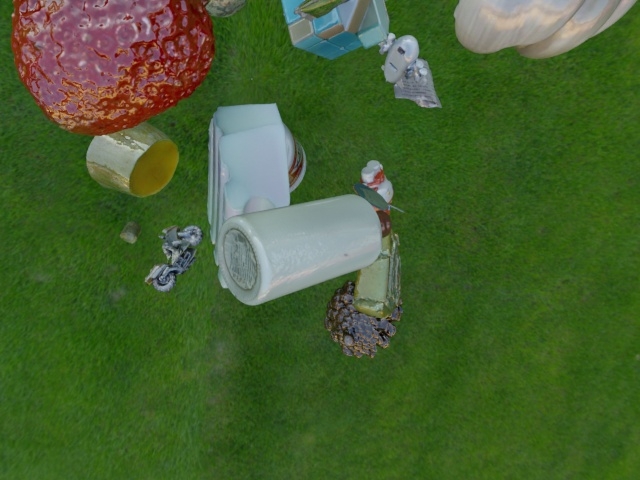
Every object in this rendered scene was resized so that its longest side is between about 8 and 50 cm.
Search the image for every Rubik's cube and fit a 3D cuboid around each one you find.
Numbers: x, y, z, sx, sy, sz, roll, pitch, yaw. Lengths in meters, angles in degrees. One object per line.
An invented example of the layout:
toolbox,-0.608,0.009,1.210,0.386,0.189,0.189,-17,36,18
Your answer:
Rubik's cube,0.055,-0.519,0.934,0.213,0.265,0.224,-12,96,30

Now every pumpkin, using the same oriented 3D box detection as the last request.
pumpkin,-0.734,-0.320,1.738,0.199,0.332,0.332,30,106,18

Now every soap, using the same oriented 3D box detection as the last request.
soap,-0.144,-0.081,0.815,0.115,0.208,0.347,-8,149,-20

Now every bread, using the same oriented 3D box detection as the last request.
bread,0.101,0.052,0.727,0.064,0.117,0.156,6,102,22

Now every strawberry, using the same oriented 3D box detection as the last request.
strawberry,-0.287,-0.273,0.602,0.257,0.257,0.277,31,85,-18

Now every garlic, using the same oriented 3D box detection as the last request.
garlic,0.296,-0.319,0.542,0.185,0.203,0.281,30,62,7

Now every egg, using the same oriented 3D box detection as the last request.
egg,-0.232,-0.576,0.972,0.132,0.172,0.132,-15,115,-35

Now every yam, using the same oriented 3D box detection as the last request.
yam,-0.769,-0.028,1.749,0.070,0.146,0.069,-4,115,-9

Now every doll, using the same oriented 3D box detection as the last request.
doll,0.216,-0.176,1.681,0.161,0.130,0.290,-55,145,-28

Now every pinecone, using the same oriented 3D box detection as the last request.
pinecone,0.130,0.208,1.259,0.224,0.272,0.224,19,129,25

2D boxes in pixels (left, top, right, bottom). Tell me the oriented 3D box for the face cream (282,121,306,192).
face cream,-0.151,-0.222,1.153,0.201,0.187,0.201,0,88,10

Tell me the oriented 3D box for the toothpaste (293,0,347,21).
toothpaste,0.068,-0.448,0.743,0.248,0.078,0.047,-18,96,28

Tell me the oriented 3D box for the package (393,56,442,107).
package,0.391,-0.652,1.757,0.251,0.062,0.203,0,73,-34

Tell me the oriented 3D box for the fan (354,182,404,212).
fan,0.167,-0.112,1.208,0.175,0.113,0.005,21,122,-25

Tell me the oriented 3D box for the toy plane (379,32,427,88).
toy plane,0.296,-0.656,1.574,0.117,0.245,0.244,-41,112,-14

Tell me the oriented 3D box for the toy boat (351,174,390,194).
toy boat,0.212,-0.242,1.843,0.057,0.200,0.077,46,54,-25

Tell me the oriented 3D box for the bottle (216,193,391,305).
bottle,0.000,0.000,0.548,0.245,0.104,0.104,-14,116,-40

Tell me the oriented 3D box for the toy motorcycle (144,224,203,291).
toy motorcycle,-0.457,0.044,1.322,0.130,0.094,0.229,21,68,13
